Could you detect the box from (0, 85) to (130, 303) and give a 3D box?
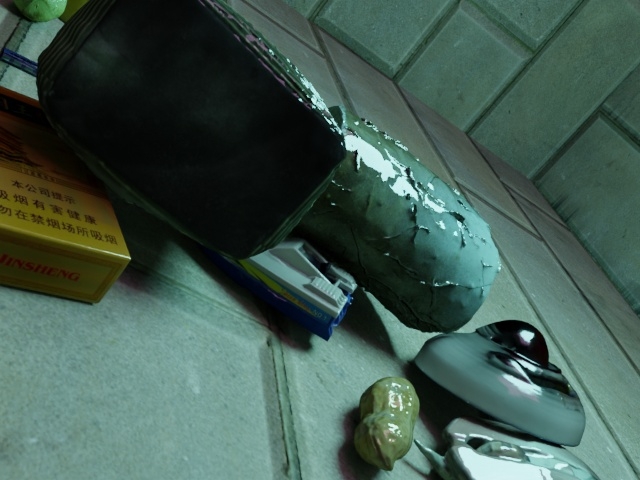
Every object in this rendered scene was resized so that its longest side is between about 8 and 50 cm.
[{"bbox_3d":[-0.329,-0.065,0.821,0.174,0.076,0.274,21,28,-44],"label":"box"}]

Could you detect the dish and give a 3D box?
[{"bbox_3d":[0.294,0.189,1.158,0.273,0.134,0.273,25,5,-2],"label":"dish"}]

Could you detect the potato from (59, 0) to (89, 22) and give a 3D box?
[{"bbox_3d":[-0.403,-0.472,1.406,0.203,0.158,0.178,38,22,-18],"label":"potato"}]

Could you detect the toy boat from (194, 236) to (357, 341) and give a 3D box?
[{"bbox_3d":[-0.085,0.016,1.056,0.295,0.088,0.129,33,21,5],"label":"toy boat"}]

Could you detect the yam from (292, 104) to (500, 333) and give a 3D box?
[{"bbox_3d":[0.087,-0.033,1.154,0.348,0.241,0.241,38,20,-28],"label":"yam"}]

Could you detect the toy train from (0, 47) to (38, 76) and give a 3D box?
[{"bbox_3d":[-0.429,-0.256,1.113,0.083,0.017,0.017,24,29,-35],"label":"toy train"}]

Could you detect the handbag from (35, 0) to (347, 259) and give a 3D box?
[{"bbox_3d":[-0.151,-0.156,0.911,0.340,0.247,0.240,39,10,-21],"label":"handbag"}]

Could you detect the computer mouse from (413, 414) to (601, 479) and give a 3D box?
[{"bbox_3d":[0.290,0.332,1.027,0.389,0.115,0.199,34,19,-17],"label":"computer mouse"}]

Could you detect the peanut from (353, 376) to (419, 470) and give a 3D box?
[{"bbox_3d":[0.080,0.222,0.937,0.080,0.080,0.174,39,20,-2],"label":"peanut"}]

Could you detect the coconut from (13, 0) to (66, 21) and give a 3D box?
[{"bbox_3d":[-0.466,-0.406,1.256,0.087,0.088,0.096,31,3,-22],"label":"coconut"}]

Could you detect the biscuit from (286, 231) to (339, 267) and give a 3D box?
[{"bbox_3d":[0.000,0.000,1.295,0.121,0.040,0.199,52,24,19],"label":"biscuit"}]
